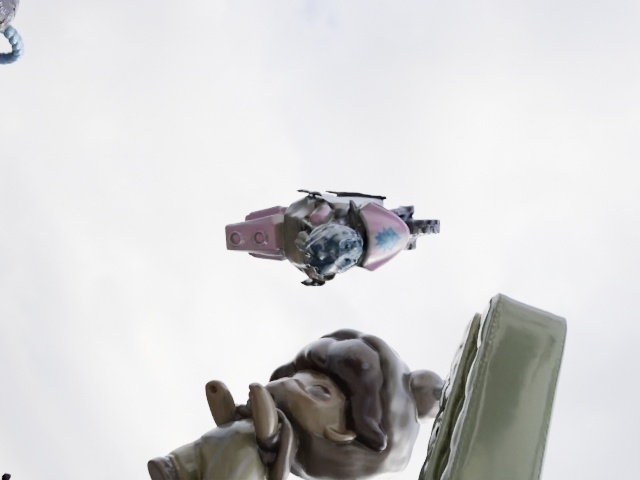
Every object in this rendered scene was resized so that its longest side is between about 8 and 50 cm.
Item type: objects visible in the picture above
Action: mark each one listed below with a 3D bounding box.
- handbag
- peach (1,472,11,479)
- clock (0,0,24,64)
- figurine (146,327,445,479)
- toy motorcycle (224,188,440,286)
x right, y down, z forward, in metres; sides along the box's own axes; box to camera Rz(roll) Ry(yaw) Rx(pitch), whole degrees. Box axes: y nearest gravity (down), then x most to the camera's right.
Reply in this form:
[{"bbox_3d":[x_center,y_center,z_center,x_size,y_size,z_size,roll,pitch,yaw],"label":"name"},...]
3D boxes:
[{"bbox_3d":[0.117,0.185,0.655,0.079,0.256,0.219,22,-39,4],"label":"handbag"},{"bbox_3d":[-0.567,0.397,0.953,0.339,0.353,0.416,-34,-87,19],"label":"peach"},{"bbox_3d":[-0.498,-0.315,1.079,0.196,0.100,0.194,8,-30,11],"label":"clock"},{"bbox_3d":[-0.021,0.243,1.009,0.248,0.381,0.203,-3,-77,52],"label":"figurine"},{"bbox_3d":[-0.001,-0.006,0.865,0.239,0.204,0.108,-17,-86,17],"label":"toy motorcycle"}]
